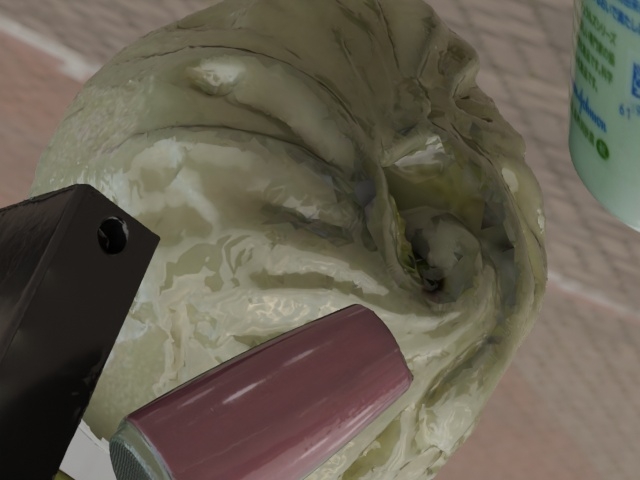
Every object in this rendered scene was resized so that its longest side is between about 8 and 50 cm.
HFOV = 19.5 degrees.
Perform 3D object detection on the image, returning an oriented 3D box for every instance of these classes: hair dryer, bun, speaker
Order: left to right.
[{"bbox_3d":[-0.134,0.084,0.688,0.044,0.218,0.082,38,150,-29],"label":"speaker"},{"bbox_3d":[-0.037,0.077,0.699,0.054,0.106,0.154,58,155,3],"label":"hair dryer"},{"bbox_3d":[0.000,0.000,1.141,0.359,0.360,0.211,29,148,-23],"label":"bun"}]

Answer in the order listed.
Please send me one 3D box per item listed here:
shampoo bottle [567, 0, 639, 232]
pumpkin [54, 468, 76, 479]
[{"bbox_3d":[0.209,-0.184,0.953,0.151,0.349,0.222,-4,-150,-3],"label":"shampoo bottle"},{"bbox_3d":[-0.227,0.243,0.990,0.332,0.332,0.199,23,150,1],"label":"pumpkin"}]
